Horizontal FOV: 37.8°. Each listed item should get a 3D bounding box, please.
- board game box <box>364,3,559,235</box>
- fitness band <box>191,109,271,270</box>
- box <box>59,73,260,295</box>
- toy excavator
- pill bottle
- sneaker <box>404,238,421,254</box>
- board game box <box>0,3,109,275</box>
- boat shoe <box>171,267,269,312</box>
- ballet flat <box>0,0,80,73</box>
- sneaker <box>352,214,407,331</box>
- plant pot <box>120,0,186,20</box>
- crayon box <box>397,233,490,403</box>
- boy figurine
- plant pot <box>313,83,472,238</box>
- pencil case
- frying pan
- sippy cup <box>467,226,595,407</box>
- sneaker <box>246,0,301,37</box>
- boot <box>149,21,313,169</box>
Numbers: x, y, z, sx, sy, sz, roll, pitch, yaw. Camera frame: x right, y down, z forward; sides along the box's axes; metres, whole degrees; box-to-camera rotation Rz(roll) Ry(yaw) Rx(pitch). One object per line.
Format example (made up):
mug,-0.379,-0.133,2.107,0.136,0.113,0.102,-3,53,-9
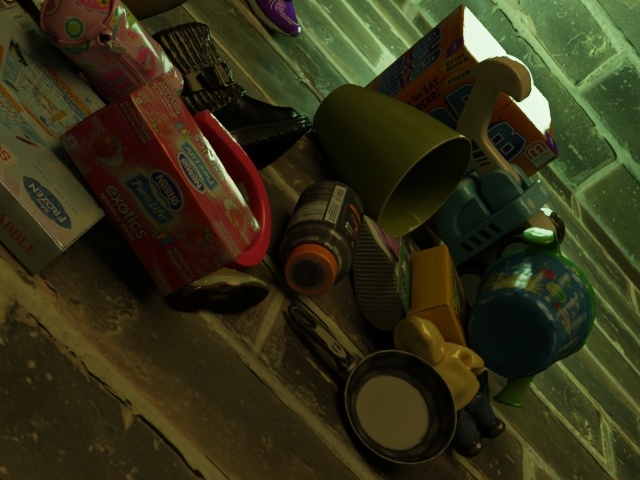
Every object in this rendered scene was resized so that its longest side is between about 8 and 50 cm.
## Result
board game box,0.333,-0.302,2.341,0.356,0.356,0.356,45,26,-16
fitness band,-0.171,-0.077,1.457,0.291,0.054,0.209,48,37,-44
box,-0.209,-0.074,1.251,0.257,0.128,0.123,59,23,-13
toy excavator,0.380,-0.130,2.111,0.445,0.433,0.222,52,34,1
pill bottle,0.000,0.000,1.650,0.130,0.130,0.246,45,27,-15
sneaker,0.247,0.059,2.055,0.166,0.076,0.065,54,24,3
board game box,-0.395,-0.149,1.243,0.319,0.066,0.318,49,25,-8
boat shoe,-0.153,0.061,1.392,0.190,0.068,0.072,11,36,-55
ballet flat,-0.444,-0.335,1.403,0.221,0.076,0.079,50,28,-15
sneaker,0.140,0.074,1.831,0.161,0.102,0.282,33,31,-42
plant pot,-0.361,-0.454,1.559,0.237,0.237,0.254,48,41,-10
crayon box,0.238,0.157,1.775,0.203,0.083,0.323,-80,149,-57
boy figurine,0.213,0.255,1.649,0.285,0.177,0.092,55,-13,-21
plant pot,0.126,-0.199,2.019,0.293,0.275,0.274,44,20,24
pencil case,-0.307,-0.280,1.402,0.124,0.124,0.284,62,3,20
frying pan,0.069,0.250,1.519,0.326,0.053,0.197,22,54,-6
sippy cup,0.381,0.148,1.749,0.306,0.240,0.224,65,26,1
sneaker,-0.117,-0.634,2.257,0.293,0.146,0.102,56,25,9
boot,-0.170,-0.266,1.704,0.260,0.131,0.348,56,26,8
